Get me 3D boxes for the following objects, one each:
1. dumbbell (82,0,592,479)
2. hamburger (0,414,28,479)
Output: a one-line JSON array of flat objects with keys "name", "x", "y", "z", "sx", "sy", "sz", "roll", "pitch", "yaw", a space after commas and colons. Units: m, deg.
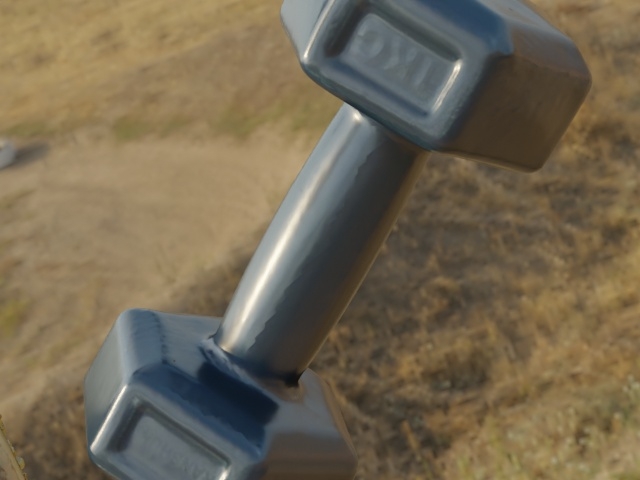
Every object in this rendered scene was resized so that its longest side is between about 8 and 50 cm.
[{"name": "dumbbell", "x": 0.001, "y": 0.000, "z": 0.768, "sx": 0.156, "sy": 0.316, "sz": 0.143, "roll": 10, "pitch": 26, "yaw": -48}, {"name": "hamburger", "x": -0.327, "y": 0.163, "z": 0.931, "sx": 0.302, "sy": 0.302, "sz": 0.170, "roll": -10, "pitch": 31, "yaw": 31}]
